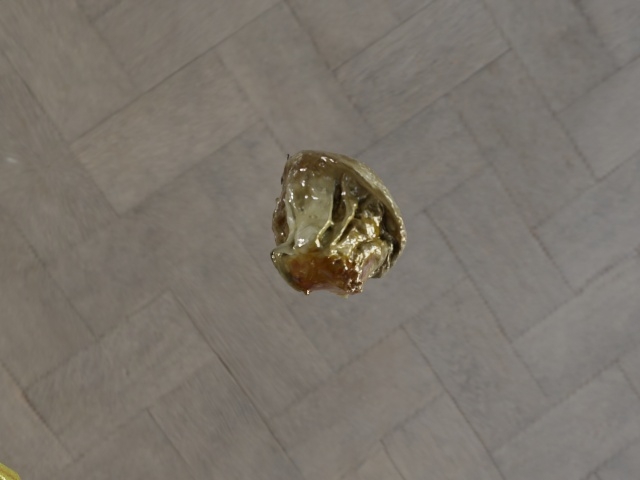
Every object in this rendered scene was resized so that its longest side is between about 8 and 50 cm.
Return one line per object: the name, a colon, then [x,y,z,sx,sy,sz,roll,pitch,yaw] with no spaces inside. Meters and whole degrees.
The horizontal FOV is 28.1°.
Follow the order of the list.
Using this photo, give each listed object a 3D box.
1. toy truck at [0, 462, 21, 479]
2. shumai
toy truck: [-0.338,0.399,1.497,0.181,0.254,0.405,-41,129,5]
shumai: [0.002,-0.002,1.122,0.145,0.145,0.116,46,50,-11]
